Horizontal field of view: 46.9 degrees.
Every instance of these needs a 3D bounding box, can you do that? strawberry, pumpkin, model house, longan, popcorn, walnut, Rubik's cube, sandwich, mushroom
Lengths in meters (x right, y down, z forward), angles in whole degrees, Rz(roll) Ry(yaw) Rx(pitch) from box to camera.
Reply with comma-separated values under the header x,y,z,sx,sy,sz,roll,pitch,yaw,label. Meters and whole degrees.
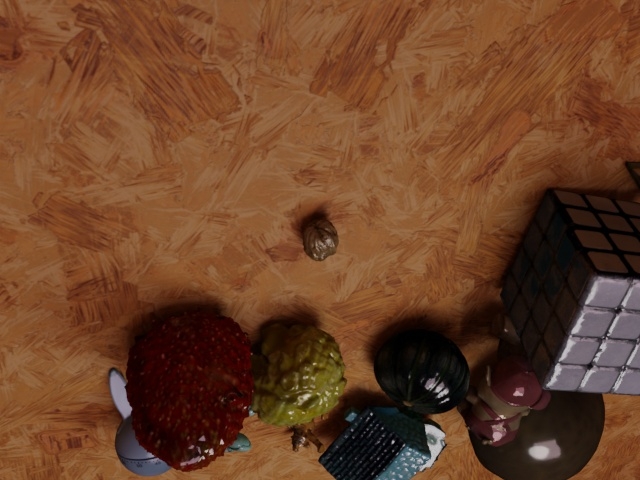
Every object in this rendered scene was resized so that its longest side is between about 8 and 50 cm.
x,y,z,sx,sy,sz,roll,pitch,yaw,label
-0.244,0.301,1.499,0.292,0.343,0.292,-10,115,-21,strawberry
0.256,0.326,1.861,0.250,0.216,0.250,10,135,10,pumpkin
0.284,0.582,2.171,0.119,0.149,0.148,29,93,-9,model house
0.609,0.514,2.085,0.404,0.336,0.404,-13,125,-19,longan
0.123,0.559,2.025,0.241,0.226,0.261,31,110,-19,model house
-0.074,0.308,1.698,0.206,0.251,0.237,-3,98,-52,popcorn
0.000,0.000,1.523,0.079,0.082,0.096,-45,149,-24,walnut
0.660,0.123,1.694,0.343,0.337,0.344,6,125,-9,Rubik's cube
0.788,-0.120,1.774,0.163,0.079,0.113,0,129,-25,sandwich
0.529,0.259,1.925,0.215,0.207,0.207,31,113,-22,mushroom

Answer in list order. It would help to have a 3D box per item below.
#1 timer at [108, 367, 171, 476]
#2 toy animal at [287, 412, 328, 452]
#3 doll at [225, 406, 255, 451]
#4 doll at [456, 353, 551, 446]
x,y,z,sx,sy,sz,roll,pitch,yaw,label
-0.399,0.408,1.687,0.175,0.255,0.175,-14,173,-2,timer
-0.069,0.452,1.904,0.116,0.114,0.255,1,143,36,toy animal
-0.210,0.432,1.762,0.159,0.158,0.059,-49,141,12,doll
0.459,0.385,1.825,0.196,0.152,0.256,-5,132,-32,doll
